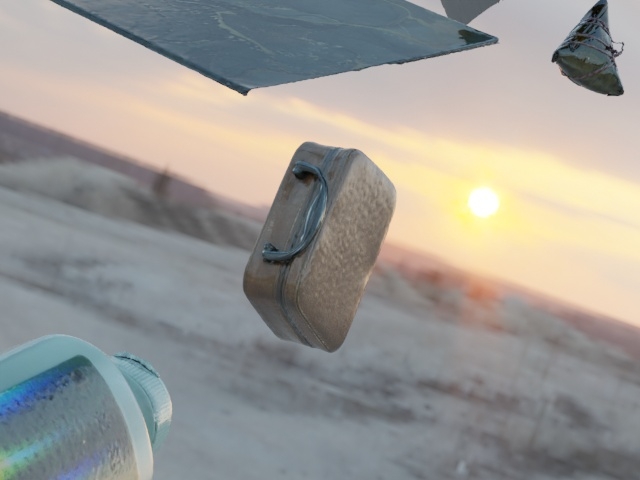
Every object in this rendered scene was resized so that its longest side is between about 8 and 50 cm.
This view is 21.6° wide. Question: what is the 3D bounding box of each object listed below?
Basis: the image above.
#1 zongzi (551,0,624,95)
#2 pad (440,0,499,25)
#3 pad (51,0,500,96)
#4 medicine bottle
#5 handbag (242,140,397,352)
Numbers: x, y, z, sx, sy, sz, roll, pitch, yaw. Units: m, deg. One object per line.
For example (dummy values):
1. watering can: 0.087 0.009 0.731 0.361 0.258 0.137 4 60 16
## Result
1. zongzi: 0.218 -0.162 1.361 0.067 0.073 0.083 22 11 -11
2. pad: 0.125 -0.294 1.672 0.009 0.159 0.265 -25 2 -4
3. pad: -0.096 -0.179 1.121 0.367 0.007 0.247 29 30 32
4. medicine bottle: -0.152 0.117 0.890 0.083 0.121 0.229 -20 3 22
5. handbag: 0.000 0.000 1.684 0.072 0.193 0.151 13 -22 31
